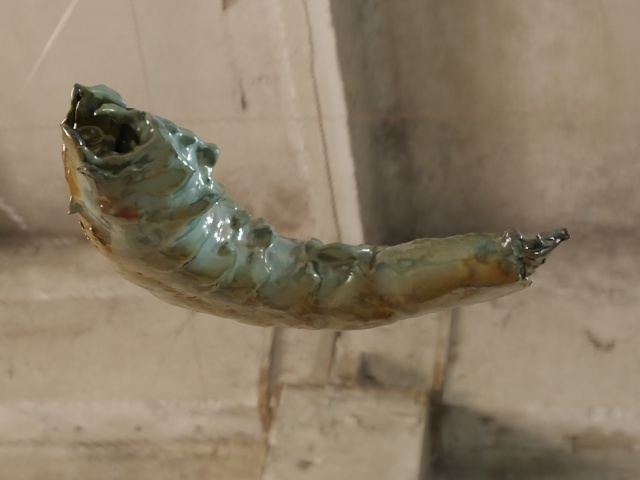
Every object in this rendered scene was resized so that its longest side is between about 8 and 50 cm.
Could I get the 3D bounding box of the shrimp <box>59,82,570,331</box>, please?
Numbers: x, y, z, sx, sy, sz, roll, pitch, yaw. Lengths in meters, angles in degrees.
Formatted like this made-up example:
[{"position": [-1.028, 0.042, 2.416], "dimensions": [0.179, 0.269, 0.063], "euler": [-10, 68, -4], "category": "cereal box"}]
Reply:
[{"position": [-0.023, 0.007, 0.850], "dimensions": [0.287, 0.068, 0.185], "euler": [18, -27, -10], "category": "shrimp"}]
